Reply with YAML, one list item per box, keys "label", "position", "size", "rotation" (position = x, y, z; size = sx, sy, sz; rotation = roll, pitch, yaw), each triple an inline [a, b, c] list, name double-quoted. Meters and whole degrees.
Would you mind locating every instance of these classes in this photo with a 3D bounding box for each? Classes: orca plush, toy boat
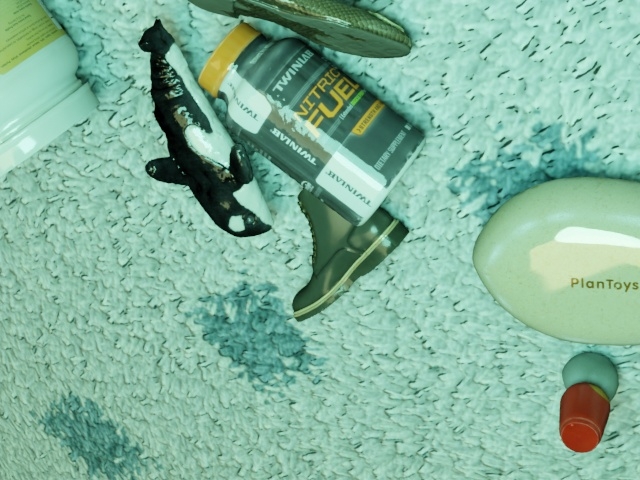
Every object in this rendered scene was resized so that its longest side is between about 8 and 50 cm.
- label: "orca plush"
  position: [-0.159, -0.108, 1.204]
  size: [0.151, 0.102, 0.287]
  rotation: [41, 160, 48]
- label: "toy boat"
  position: [0.301, 0.072, 1.128]
  size: [0.268, 0.148, 0.318]
  rotation: [8, 119, 18]

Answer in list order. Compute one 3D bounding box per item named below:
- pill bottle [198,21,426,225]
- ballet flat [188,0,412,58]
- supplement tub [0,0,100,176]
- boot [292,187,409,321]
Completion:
- label: "pill bottle"
  position: [-0.015, -0.136, 1.139]
  size: [0.246, 0.130, 0.130]
  rotation: [37, 132, 0]
- label: "ballet flat"
  position: [-0.020, -0.249, 1.081]
  size: [0.250, 0.058, 0.084]
  rotation: [16, 168, -3]
- label: "supplement tub"
  position: [-0.438, -0.238, 1.228]
  size: [0.228, 0.228, 0.316]
  rotation: [-23, 110, 38]
- label: "boot"
  position: [0.000, 0.000, 1.278]
  size: [0.137, 0.077, 0.198]
  rotation: [46, 119, -2]
